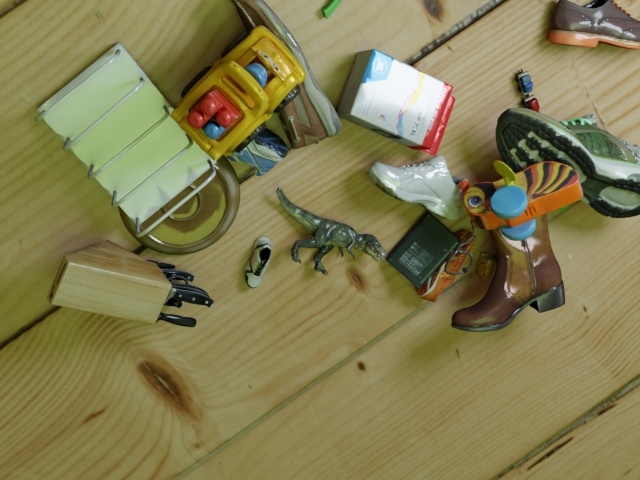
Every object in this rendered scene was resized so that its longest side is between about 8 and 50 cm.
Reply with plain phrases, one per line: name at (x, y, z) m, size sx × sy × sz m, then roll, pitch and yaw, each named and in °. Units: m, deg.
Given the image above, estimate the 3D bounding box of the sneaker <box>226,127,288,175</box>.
sneaker at (-0.167, -0.193, 1.802) m, size 0.211 × 0.080 × 0.081 m, roll 33°, pitch 122°, yaw -12°

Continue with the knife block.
knife block at (-0.336, 0.098, 1.785) m, size 0.242 × 0.275 × 0.088 m, roll 27°, pitch 103°, yaw 7°

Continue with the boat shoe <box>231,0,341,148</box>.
boat shoe at (-0.080, -0.304, 1.764) m, size 0.116 × 0.123 × 0.324 m, roll -32°, pitch 114°, yaw 0°

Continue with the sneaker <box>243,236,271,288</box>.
sneaker at (-0.125, 0.048, 1.928) m, size 0.040 × 0.044 × 0.109 m, roll 8°, pitch 110°, yaw -21°

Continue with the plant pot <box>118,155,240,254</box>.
plant pot at (-0.267, -0.077, 1.845) m, size 0.236 × 0.032 × 0.237 m, roll -5°, pitch 112°, yaw -13°

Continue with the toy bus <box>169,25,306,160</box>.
toy bus at (-0.147, -0.244, 1.626) m, size 0.220 × 0.211 × 0.149 m, roll -42°, pitch 96°, yaw 14°

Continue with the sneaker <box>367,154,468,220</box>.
sneaker at (0.198, -0.127, 1.937) m, size 0.232 × 0.090 × 0.115 m, roll 20°, pitch 98°, yaw -31°

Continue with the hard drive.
hard drive at (0.215, 0.020, 2.003) m, size 0.094 × 0.022 × 0.135 m, roll 41°, pitch 97°, yaw 3°

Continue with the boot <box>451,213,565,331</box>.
boot at (0.367, 0.032, 1.984) m, size 0.264 × 0.096 × 0.281 m, roll -16°, pitch 103°, yaw -4°

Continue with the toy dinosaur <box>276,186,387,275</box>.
toy dinosaur at (0.000, 0.000, 1.938) m, size 0.268 × 0.064 × 0.118 m, roll 27°, pitch 95°, yaw -21°

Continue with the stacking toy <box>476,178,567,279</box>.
stacking toy at (0.439, -0.014, 2.060) m, size 0.166 × 0.052 × 0.221 m, roll 6°, pitch 108°, yaw -18°

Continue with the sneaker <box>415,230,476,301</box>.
sneaker at (0.268, 0.052, 2.042) m, size 0.175 × 0.064 × 0.067 m, roll -51°, pitch 139°, yaw 9°

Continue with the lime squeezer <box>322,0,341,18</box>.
lime squeezer at (0.136, -0.518, 1.775) m, size 0.310 × 0.059 × 0.110 m, roll -25°, pitch 115°, yaw -6°

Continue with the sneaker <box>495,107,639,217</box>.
sneaker at (0.518, -0.189, 1.966) m, size 0.410 × 0.182 × 0.158 m, roll 23°, pitch 139°, yaw -25°

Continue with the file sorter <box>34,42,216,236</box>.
file sorter at (-0.338, -0.174, 1.688) m, size 0.192 × 0.173 × 0.278 m, roll -39°, pitch 106°, yaw 1°

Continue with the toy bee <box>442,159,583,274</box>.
toy bee at (0.345, -0.083, 1.877) m, size 0.298 × 0.162 × 0.195 m, roll -17°, pitch 137°, yaw -13°

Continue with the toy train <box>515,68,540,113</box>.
toy train at (0.430, -0.275, 1.963) m, size 0.027 × 0.036 × 0.158 m, roll -25°, pitch 115°, yaw -5°

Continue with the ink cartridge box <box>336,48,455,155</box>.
ink cartridge box at (0.163, -0.260, 1.854) m, size 0.231 × 0.078 × 0.134 m, roll 20°, pitch 88°, yaw -22°

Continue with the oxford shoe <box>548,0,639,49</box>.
oxford shoe at (0.591, -0.434, 1.918) m, size 0.271 × 0.097 × 0.099 m, roll -1°, pitch 105°, yaw -16°
